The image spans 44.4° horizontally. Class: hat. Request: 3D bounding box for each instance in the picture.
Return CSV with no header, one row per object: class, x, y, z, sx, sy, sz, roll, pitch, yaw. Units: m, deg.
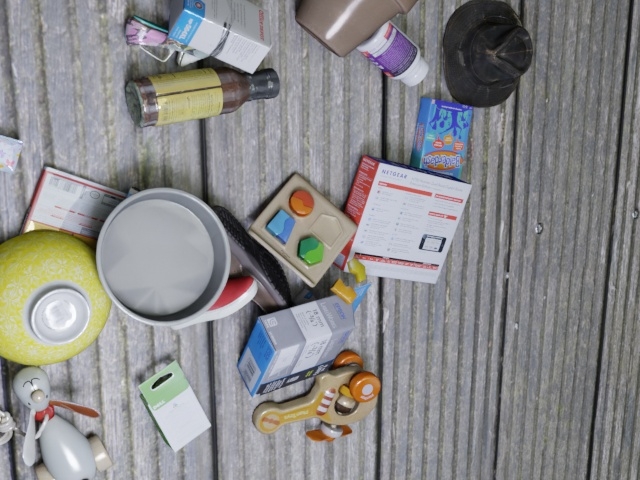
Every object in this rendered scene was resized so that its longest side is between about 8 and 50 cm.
hat,0.496,-0.515,2.177,0.331,0.134,0.331,-10,108,-32

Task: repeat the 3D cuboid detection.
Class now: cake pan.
cake pan,-0.335,0.036,1.667,0.293,0.054,0.293,3,84,-29

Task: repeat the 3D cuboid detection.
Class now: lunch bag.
lunch bag,-0.640,-0.176,1.548,0.083,0.053,0.071,18,90,-26

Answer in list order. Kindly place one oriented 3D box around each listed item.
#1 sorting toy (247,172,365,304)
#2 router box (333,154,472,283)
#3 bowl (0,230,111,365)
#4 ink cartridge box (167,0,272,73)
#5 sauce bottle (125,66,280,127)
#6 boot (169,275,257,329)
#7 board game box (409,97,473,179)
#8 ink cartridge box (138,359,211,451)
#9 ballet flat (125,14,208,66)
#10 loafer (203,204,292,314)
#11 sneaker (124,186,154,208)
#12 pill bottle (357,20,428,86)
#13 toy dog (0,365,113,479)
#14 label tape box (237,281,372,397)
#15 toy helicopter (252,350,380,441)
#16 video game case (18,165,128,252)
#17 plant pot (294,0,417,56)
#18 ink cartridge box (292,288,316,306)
sorting toy,0.000,0.000,1.914,0.307,0.041,0.229,41,58,-6
router box,0.218,-0.049,2.106,0.335,0.082,0.301,10,105,-35
bowl,-0.547,0.133,1.591,0.289,0.156,0.290,-8,106,-32
ink cartridge box,-0.214,-0.465,1.679,0.203,0.148,0.086,20,133,-27
sauce bottle,-0.252,-0.325,1.734,0.344,0.111,0.111,-14,109,-30
boot,-0.279,0.093,1.773,0.244,0.088,0.176,-19,116,15
board game box,0.335,-0.280,2.176,0.160,0.047,0.210,2,102,-34
ink cartridge box,-0.356,0.387,1.868,0.109,0.062,0.209,-33,117,-23
ballet flat,-0.318,-0.422,1.695,0.221,0.077,0.079,7,115,-34
loafer,-0.192,0.069,1.883,0.130,0.134,0.366,-28,122,15
sneaker,-0.381,-0.051,1.740,0.073,0.063,0.162,-52,132,-5
pill bottle,0.185,-0.478,1.991,0.193,0.108,0.108,32,83,-35
toy dog,-0.555,0.436,1.667,0.220,0.161,0.334,-47,131,-11
label tape box,-0.019,0.249,1.960,0.333,0.106,0.241,-14,150,-30
toy helicopter,-0.011,0.455,2.101,0.355,0.140,0.235,-11,117,-20
video game case,-0.539,0.007,1.675,0.204,0.025,0.285,20,90,-36
plant pot,0.063,-0.563,1.826,0.263,0.263,0.229,34,99,-35
ink cartridge box,-0.030,0.173,2.054,0.048,0.028,0.083,-45,122,-17
